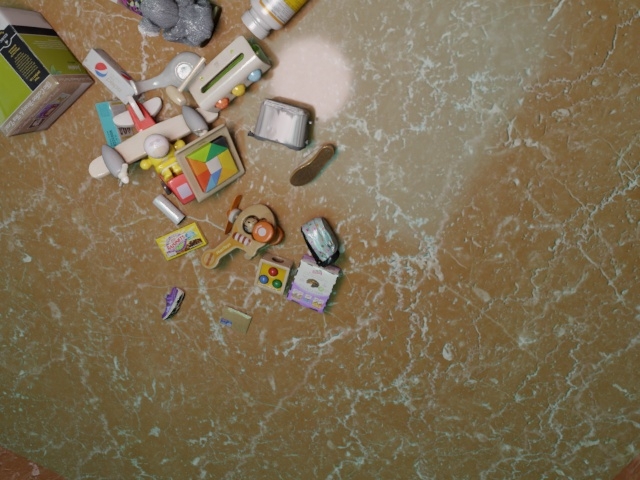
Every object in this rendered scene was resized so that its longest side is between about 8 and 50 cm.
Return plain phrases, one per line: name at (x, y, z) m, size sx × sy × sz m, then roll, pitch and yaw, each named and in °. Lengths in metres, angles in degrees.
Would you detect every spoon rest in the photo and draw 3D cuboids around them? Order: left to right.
spoon rest at (-0.554, -0.605, 1.731) m, size 0.277 × 0.084 × 0.137 m, roll -15°, pitch 108°, yaw 1°

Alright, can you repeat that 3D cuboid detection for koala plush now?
koala plush at (-0.489, -0.749, 1.545) m, size 0.203 × 0.221 × 0.196 m, roll 38°, pitch 115°, yaw 29°

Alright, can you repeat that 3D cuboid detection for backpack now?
backpack at (0.000, 0.000, 1.822) m, size 0.115 × 0.152 × 0.181 m, roll -29°, pitch 100°, yaw 2°

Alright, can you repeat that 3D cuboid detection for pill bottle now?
pill bottle at (-0.143, -0.790, 1.545) m, size 0.246 × 0.136 × 0.136 m, roll -39°, pitch 99°, yaw 21°

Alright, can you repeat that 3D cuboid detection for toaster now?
toaster at (-0.142, -0.421, 1.690) m, size 0.227 × 0.129 × 0.146 m, roll 17°, pitch 108°, yaw 6°

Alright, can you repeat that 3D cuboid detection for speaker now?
speaker at (-0.621, -0.127, 1.922) m, size 0.136 × 0.055 × 0.055 m, roll 44°, pitch 111°, yaw -8°

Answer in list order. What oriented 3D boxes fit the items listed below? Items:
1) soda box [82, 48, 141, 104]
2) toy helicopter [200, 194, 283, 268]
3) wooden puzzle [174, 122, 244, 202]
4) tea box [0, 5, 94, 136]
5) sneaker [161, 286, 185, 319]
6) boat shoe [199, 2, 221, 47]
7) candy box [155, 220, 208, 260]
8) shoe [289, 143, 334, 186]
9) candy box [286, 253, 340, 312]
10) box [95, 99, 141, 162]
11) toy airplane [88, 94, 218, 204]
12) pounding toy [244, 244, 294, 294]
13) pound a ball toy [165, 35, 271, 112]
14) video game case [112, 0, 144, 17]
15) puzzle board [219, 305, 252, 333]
soda box at (-0.777, -0.615, 1.761) m, size 0.216 × 0.069 × 0.074 m, roll 45°, pitch 111°, yaw -7°
toy helicopter at (-0.339, -0.019, 1.862) m, size 0.355 × 0.140 × 0.234 m, roll -36°, pitch 78°, yaw 9°
wooden puzzle at (-0.394, -0.279, 1.717) m, size 0.044 × 0.221 × 0.238 m, roll 32°, pitch 150°, yaw 38°
tea box at (-1.106, -0.617, 1.738) m, size 0.329 × 0.220 × 0.323 m, roll -32°, pitch 101°, yaw 20°
sneaker at (-0.664, 0.280, 2.087) m, size 0.071 × 0.068 × 0.169 m, roll 34°, pitch 104°, yaw 13°
boat shoe at (-0.401, -0.757, 1.652) m, size 0.049 × 0.056 × 0.152 m, roll 32°, pitch 103°, yaw 3°
candy box at (-0.587, 0.003, 1.979) m, size 0.206 × 0.027 × 0.105 m, roll -22°, pitch 102°, yaw 17°
shoe at (-0.031, -0.284, 1.763) m, size 0.219 × 0.058 × 0.077 m, roll -38°, pitch 120°, yaw 24°
candy box at (-0.029, 0.177, 1.916) m, size 0.165 × 0.070 × 0.196 m, roll 23°, pitch 115°, yaw 1°
box at (-0.782, -0.415, 1.820) m, size 0.060 × 0.100 × 0.244 m, roll -5°, pitch 109°, yaw 14°
toy airplane at (-0.597, -0.357, 1.706) m, size 0.385 × 0.272 × 0.385 m, roll 16°, pitch 90°, yaw -15°
pounding toy at (-0.222, 0.100, 1.913) m, size 0.206 × 0.094 × 0.180 m, roll 18°, pitch 112°, yaw 3°
pound a ball toy at (-0.344, -0.552, 1.622) m, size 0.319 × 0.208 × 0.135 m, roll -34°, pitch 88°, yaw 19°
video game case at (-0.605, -0.895, 1.640) m, size 0.232 × 0.042 × 0.210 m, roll 27°, pitch 114°, yaw -1°
puzzle board at (-0.376, 0.351, 2.080) m, size 0.128 × 0.011 × 0.096 m, roll 23°, pitch 114°, yaw 2°
